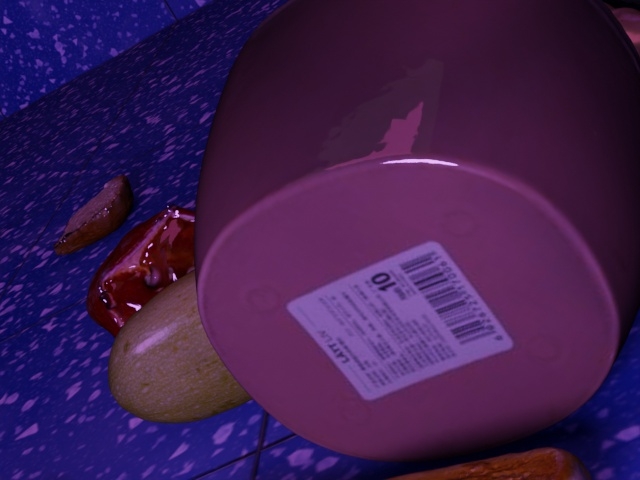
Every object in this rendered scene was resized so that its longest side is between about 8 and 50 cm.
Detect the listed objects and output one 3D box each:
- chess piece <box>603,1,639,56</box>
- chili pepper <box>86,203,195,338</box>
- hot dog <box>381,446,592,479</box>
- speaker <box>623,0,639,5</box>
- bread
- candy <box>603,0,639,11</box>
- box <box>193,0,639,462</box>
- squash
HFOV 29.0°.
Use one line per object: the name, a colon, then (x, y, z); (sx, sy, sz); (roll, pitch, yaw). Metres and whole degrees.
chess piece: (0.325, -0.149, 0.935); (0.117, 0.117, 0.397); (-44, 25, -28)
chili pepper: (-0.174, 0.044, 1.240); (0.253, 0.136, 0.144); (173, 105, -68)
hot dog: (0.025, 0.169, 0.696); (0.286, 0.061, 0.088); (-16, 22, 40)
speaker: (0.322, -0.326, 1.177); (0.183, 0.184, 0.406); (-53, 24, -8)
bread: (-0.297, -0.030, 1.653); (0.126, 0.044, 0.129); (-35, 22, 13)
candy: (0.191, -0.199, 1.227); (0.145, 0.070, 0.275); (-1, -4, -35)
box: (0.068, -0.015, 0.776); (0.301, 0.301, 0.216); (-22, 30, 25)
squash: (-0.094, 0.083, 0.993); (0.187, 0.123, 0.123); (-28, 20, 24)
